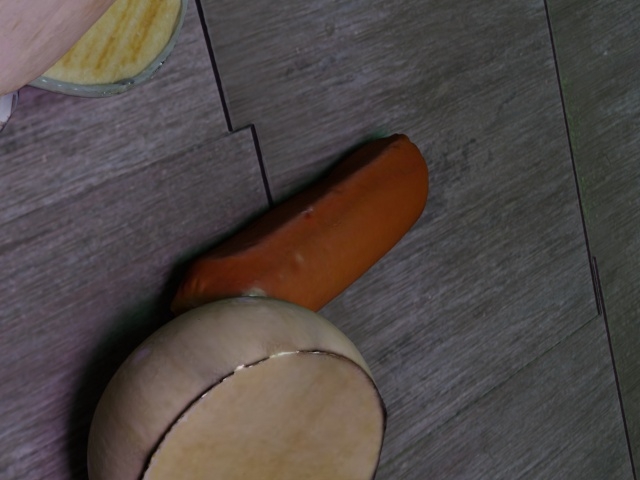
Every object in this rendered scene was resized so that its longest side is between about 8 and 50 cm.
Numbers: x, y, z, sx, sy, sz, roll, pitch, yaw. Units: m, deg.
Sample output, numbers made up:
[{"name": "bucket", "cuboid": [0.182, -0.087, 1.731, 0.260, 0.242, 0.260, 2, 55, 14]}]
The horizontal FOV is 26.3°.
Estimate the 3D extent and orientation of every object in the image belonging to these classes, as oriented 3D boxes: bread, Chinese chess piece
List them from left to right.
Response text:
[{"name": "bread", "cuboid": [-0.213, -0.234, 1.062, 0.267, 0.040, 0.267, 16, 66, -41]}, {"name": "Chinese chess piece", "cuboid": [-0.069, 0.172, 1.150, 0.257, 0.104, 0.257, -18, 126, -27]}]

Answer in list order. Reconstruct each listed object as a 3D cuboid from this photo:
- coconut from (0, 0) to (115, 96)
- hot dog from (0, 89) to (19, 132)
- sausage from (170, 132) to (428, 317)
[{"name": "coconut", "cuboid": [-0.235, -0.274, 0.801, 0.344, 0.415, 0.415, 38, 65, -24]}, {"name": "hot dog", "cuboid": [-0.295, -0.079, 1.006, 0.191, 0.059, 0.108, -54, 135, -36]}, {"name": "sausage", "cuboid": [0.000, 0.001, 1.283, 0.348, 0.094, 0.097, -35, 122, -39]}]
